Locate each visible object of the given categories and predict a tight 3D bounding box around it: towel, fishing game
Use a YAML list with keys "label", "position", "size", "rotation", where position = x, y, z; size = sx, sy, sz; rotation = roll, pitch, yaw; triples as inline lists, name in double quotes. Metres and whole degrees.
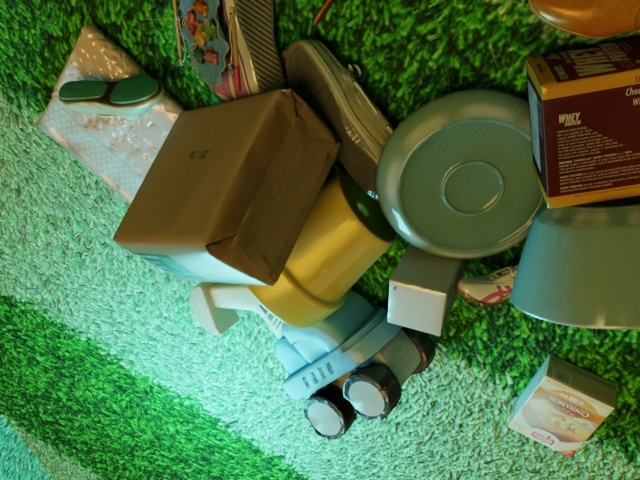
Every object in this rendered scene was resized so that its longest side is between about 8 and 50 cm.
- label: "towel"
  position: [-0.422, -0.237, 1.513]
  size: [0.332, 0.053, 0.317]
  rotation: [43, 132, -8]
- label: "fishing game"
  position: [-0.208, -0.354, 1.223]
  size: [0.264, 0.041, 0.189]
  rotation: [39, 138, 48]

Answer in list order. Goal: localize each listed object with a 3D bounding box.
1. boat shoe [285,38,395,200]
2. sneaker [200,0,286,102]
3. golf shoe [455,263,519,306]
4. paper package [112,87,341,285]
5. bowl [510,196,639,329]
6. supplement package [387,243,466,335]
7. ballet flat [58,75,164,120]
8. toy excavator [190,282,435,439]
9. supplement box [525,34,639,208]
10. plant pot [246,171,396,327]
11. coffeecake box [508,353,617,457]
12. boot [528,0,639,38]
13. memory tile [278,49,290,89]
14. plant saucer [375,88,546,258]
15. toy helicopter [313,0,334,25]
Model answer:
- label: "boat shoe"
  position: [0.058, -0.219, 1.255]
  size: [0.320, 0.103, 0.118]
  rotation: [52, 150, -8]
- label: "sneaker"
  position: [-0.163, -0.367, 1.250]
  size: [0.161, 0.102, 0.282]
  rotation: [14, 122, 37]
- label: "golf shoe"
  position: [0.334, 0.075, 1.304]
  size: [0.186, 0.067, 0.086]
  rotation: [2, 117, -20]
- label: "paper package"
  position: [-0.169, -0.084, 1.258]
  size: [0.325, 0.309, 0.168]
  rotation: [2, 151, 49]
- label: "bowl"
  position: [0.448, 0.010, 1.107]
  size: [0.312, 0.311, 0.163]
  rotation: [-1, 104, 28]
- label: "supplement package"
  position: [0.202, 0.072, 1.329]
  size: [0.105, 0.179, 0.105]
  rotation: [14, 129, 19]
- label: "ballet flat"
  position: [-0.395, -0.272, 1.393]
  size: [0.249, 0.086, 0.086]
  rotation: [8, 127, 25]
- label: "toy excavator"
  position: [-0.041, 0.196, 1.564]
  size: [0.445, 0.222, 0.433]
  rotation: [54, 132, 2]
- label: "supplement box"
  position: [0.410, -0.173, 1.036]
  size: [0.191, 0.129, 0.194]
  rotation: [-9, 121, 10]
- label: "plant pot"
  position: [0.000, 0.000, 1.354]
  size: [0.239, 0.254, 0.254]
  rotation: [-37, 103, 25]
- label: "coffeecake box"
  position: [0.488, 0.338, 1.454]
  size: [0.142, 0.068, 0.185]
  rotation: [25, 132, 8]
- label: "boot"
  position: [0.423, -0.334, 0.892]
  size: [0.295, 0.104, 0.211]
  rotation: [11, 172, 10]
- label: "memory tile"
  position: [-0.077, -0.277, 1.327]
  size: [0.148, 0.012, 0.113]
  rotation: [-24, 110, 38]
- label: "plant saucer"
  position: [0.252, -0.094, 1.195]
  size: [0.318, 0.043, 0.317]
  rotation: [1, 121, 2]
- label: "toy helicopter"
  position: [0.017, -0.484, 1.048]
  size: [0.355, 0.140, 0.235]
  rotation: [-29, 104, 31]
